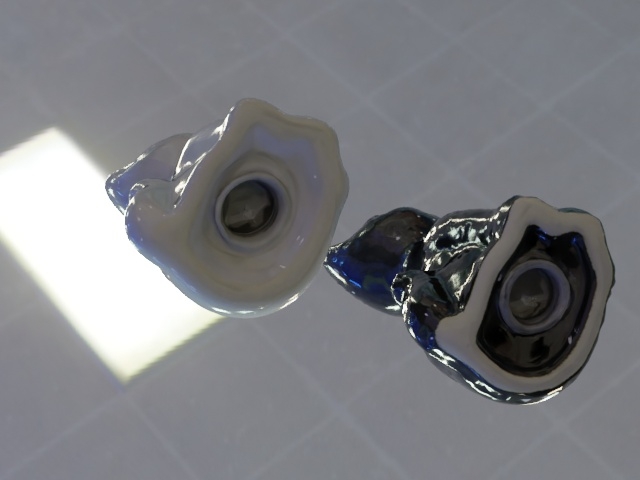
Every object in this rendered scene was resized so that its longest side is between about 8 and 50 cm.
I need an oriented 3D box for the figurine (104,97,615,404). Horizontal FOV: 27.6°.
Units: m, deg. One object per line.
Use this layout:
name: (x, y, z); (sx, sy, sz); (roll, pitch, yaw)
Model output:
figurine: (0.000, 0.000, 0.640); (0.214, 0.209, 0.092); (18, -92, -17)
